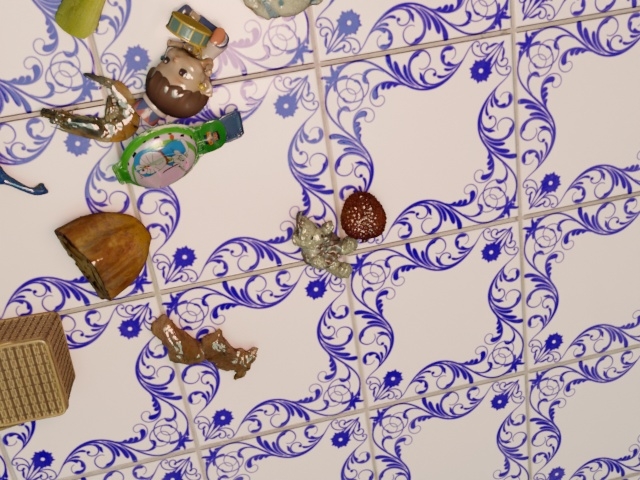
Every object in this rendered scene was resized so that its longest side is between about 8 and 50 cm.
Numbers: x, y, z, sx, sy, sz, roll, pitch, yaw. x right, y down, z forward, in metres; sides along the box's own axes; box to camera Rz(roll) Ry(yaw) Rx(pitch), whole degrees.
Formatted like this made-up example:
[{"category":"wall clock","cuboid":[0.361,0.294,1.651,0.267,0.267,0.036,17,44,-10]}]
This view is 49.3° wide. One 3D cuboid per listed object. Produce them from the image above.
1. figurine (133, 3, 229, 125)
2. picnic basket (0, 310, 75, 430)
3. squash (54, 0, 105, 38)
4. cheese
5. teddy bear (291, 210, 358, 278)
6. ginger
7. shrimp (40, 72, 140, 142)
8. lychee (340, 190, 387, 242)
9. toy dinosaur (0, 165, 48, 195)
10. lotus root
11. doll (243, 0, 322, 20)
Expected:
[{"category":"figurine","cuboid":[-0.310,-0.371,1.544,0.158,0.161,0.276,-4,126,-56]},{"category":"picnic basket","cuboid":[-0.788,0.330,1.709,0.312,0.175,0.228,-9,112,-7]},{"category":"squash","cuboid":[-0.490,-0.536,1.497,0.090,0.075,0.200,44,120,-4]},{"category":"cheese","cuboid":[-0.326,-0.214,1.623,0.320,0.083,0.204,-24,150,-11]},{"category":"teddy bear","cuboid":[-0.008,0.007,1.779,0.213,0.111,0.133,34,59,-30]},{"category":"ginger","cuboid":[-0.310,0.282,1.832,0.290,0.084,0.122,23,111,-17]},{"category":"shrimp","cuboid":[-0.522,-0.305,1.593,0.217,0.051,0.150,6,106,-21]},{"category":"lychee","cuboid":[0.105,-0.061,1.764,0.123,0.123,0.129,-25,88,-1]},{"category":"toy dinosaur","cuboid":[-0.765,-0.122,1.562,0.188,0.248,0.075,50,137,-6]},{"category":"lotus root","cuboid":[-0.508,0.012,1.671,0.180,0.199,0.188,-43,156,-25]},{"category":"doll","cuboid":[-0.072,-0.560,1.570,0.214,0.071,0.104,-23,128,-11]}]
